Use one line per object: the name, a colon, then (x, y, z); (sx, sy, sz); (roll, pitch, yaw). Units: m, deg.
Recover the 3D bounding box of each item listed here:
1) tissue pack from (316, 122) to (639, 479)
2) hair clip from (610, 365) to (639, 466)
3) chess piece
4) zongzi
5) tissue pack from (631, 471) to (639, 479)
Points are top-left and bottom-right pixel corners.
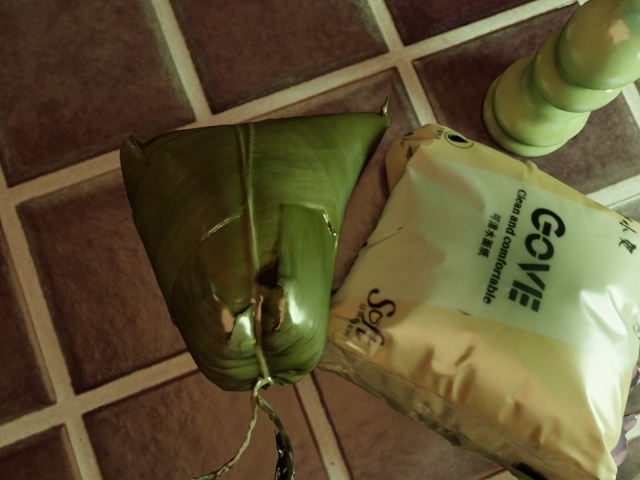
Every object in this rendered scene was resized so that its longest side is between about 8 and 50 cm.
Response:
tissue pack: (0.211, 0.067, 0.641); (0.389, 0.195, 0.376); (25, 66, 5)
hair clip: (0.328, 0.281, 0.672); (0.137, 0.090, 0.279); (22, 74, 14)
chess piece: (0.316, -0.208, 0.644); (0.144, 0.251, 0.145); (0, 83, -2)
zongzi: (0.000, 0.000, 0.561); (0.417, 0.182, 0.447); (-20, 47, -17)
tissue pack: (0.403, 0.450, 0.615); (0.201, 0.124, 0.271); (45, 82, -9)
